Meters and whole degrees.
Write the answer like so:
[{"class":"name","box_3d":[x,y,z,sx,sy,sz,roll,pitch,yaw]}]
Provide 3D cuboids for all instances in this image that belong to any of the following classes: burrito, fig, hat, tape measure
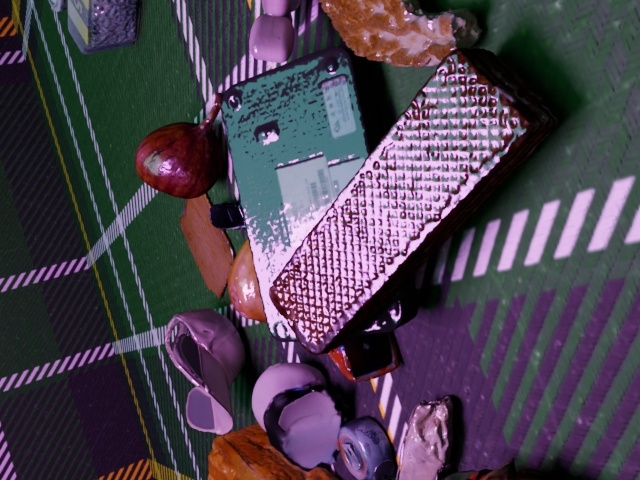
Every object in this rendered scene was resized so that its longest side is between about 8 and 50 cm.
[{"class":"burrito","box_3d":[0.139,0.295,0.910,0.063,0.058,0.229,17,126,19]},{"class":"fig","box_3d":[-0.061,0.009,1.060,0.159,0.159,0.257,14,100,59]},{"class":"fig","box_3d":[-0.246,-0.156,1.289,0.202,0.148,0.149,-11,135,31]},{"class":"hat","box_3d":[-0.229,0.268,1.435,0.275,0.161,0.232,-119,18,-45]},{"class":"tape measure","box_3d":[0.020,0.348,1.047,0.104,0.180,0.107,130,119,-76]}]

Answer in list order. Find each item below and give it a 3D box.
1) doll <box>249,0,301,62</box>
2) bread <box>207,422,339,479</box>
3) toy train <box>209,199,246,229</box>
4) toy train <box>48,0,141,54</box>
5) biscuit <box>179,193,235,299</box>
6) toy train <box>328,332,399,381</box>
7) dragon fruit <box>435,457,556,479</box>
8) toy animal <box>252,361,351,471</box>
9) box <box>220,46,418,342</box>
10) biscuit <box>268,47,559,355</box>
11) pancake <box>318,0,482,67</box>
[{"class":"doll","box_3d":[-0.055,-0.306,0.869,0.161,0.059,0.160,96,-179,-47]},{"class":"bread","box_3d":[-0.082,0.478,1.274,0.344,0.195,0.148,26,121,57]},{"class":"toy train","box_3d":[-0.162,-0.051,1.287,0.252,0.048,0.055,4,113,66]},{"class":"toy train","box_3d":[-0.505,-0.566,1.510,0.238,0.167,0.299,56,149,19]},{"class":"biscuit","box_3d":[-0.255,0.000,1.514,0.237,0.013,0.232,62,150,22]},{"class":"toy train","box_3d":[0.000,0.000,0.975,0.089,0.086,0.409,-28,80,62]},{"class":"dragon fruit","box_3d":[0.201,0.315,0.696,0.188,0.182,0.182,-37,72,62]},{"class":"toy animal","box_3d":[-0.035,0.277,1.153,0.179,0.138,0.166,41,119,57]},{"class":"box","box_3d":[-0.006,-0.050,0.873,0.211,0.058,0.350,-12,91,32]},{"class":"biscuit","box_3d":[0.075,-0.022,0.720,0.107,0.073,0.388,52,128,18]},{"class":"pancake","box_3d":[0.052,-0.318,0.750,0.376,0.054,0.197,58,154,24]}]
